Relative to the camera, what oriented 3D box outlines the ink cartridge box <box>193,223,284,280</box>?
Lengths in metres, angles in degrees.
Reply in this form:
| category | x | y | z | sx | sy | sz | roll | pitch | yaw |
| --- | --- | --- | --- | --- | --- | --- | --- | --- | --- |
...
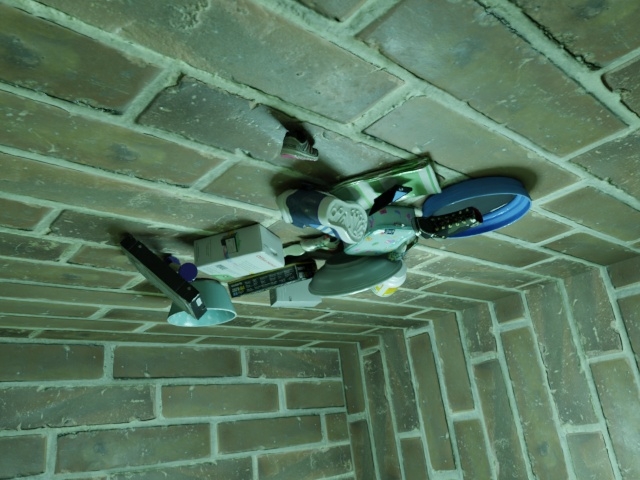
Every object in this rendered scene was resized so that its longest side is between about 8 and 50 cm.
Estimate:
| category | x | y | z | sx | sy | sz | roll | pitch | yaw |
| --- | --- | --- | --- | --- | --- | --- | --- | --- | --- |
| ink cartridge box | -0.302 | 0.049 | 2.024 | 0.278 | 0.117 | 0.201 | -14 | 158 | 17 |

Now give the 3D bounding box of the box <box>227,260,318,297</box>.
| category | x | y | z | sx | sy | sz | roll | pitch | yaw |
| --- | --- | --- | --- | --- | --- | --- | --- | --- | --- |
| box | -0.196 | 0.166 | 2.320 | 0.322 | 0.079 | 0.257 | -17 | 173 | 19 |

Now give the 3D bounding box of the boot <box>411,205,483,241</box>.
| category | x | y | z | sx | sy | sz | roll | pitch | yaw |
| --- | --- | --- | --- | --- | --- | --- | --- | --- | --- |
| boot | 0.427 | -0.065 | 1.816 | 0.178 | 0.085 | 0.236 | -25 | 159 | 34 |

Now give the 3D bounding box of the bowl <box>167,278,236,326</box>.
| category | x | y | z | sx | sy | sz | roll | pitch | yaw |
| --- | --- | --- | --- | --- | --- | --- | --- | --- | --- |
| bowl | -0.547 | 0.281 | 2.480 | 0.311 | 0.163 | 0.311 | -6 | 160 | -2 |

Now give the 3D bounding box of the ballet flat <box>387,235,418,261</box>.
| category | x | y | z | sx | sy | sz | roll | pitch | yaw |
| --- | --- | --- | --- | --- | --- | --- | --- | --- | --- |
| ballet flat | 0.333 | 0.017 | 2.159 | 0.188 | 0.070 | 0.070 | -36 | -179 | -40 |

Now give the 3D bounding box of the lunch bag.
| category | x | y | z | sx | sy | sz | roll | pitch | yaw |
| --- | --- | --- | --- | --- | --- | --- | --- | --- | --- |
| lunch bag | 0.227 | -0.030 | 2.012 | 0.224 | 0.108 | 0.279 | 5 | 156 | -29 |

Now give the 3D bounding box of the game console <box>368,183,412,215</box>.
| category | x | y | z | sx | sy | sz | roll | pitch | yaw |
| --- | --- | --- | --- | --- | --- | --- | --- | --- | --- |
| game console | 0.225 | -0.123 | 1.725 | 0.107 | 0.071 | 0.122 | 7 | 157 | -33 |

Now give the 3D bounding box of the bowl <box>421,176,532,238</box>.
| category | x | y | z | sx | sy | sz | roll | pitch | yaw |
| --- | --- | --- | --- | --- | --- | --- | --- | --- | --- |
| bowl | 0.553 | -0.115 | 1.950 | 0.391 | 0.077 | 0.391 | -7 | 159 | -3 |

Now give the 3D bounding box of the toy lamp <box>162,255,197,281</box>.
| category | x | y | z | sx | sy | sz | roll | pitch | yaw |
| --- | --- | --- | --- | --- | --- | --- | --- | --- | --- |
| toy lamp | -0.541 | 0.102 | 2.028 | 0.080 | 0.080 | 0.275 | 7 | 179 | -32 |

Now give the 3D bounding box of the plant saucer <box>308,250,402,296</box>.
| category | x | y | z | sx | sy | sz | roll | pitch | yaw |
| --- | --- | --- | --- | --- | --- | --- | --- | --- | --- |
| plant saucer | 0.131 | 0.107 | 2.208 | 0.400 | 0.100 | 0.400 | -16 | -167 | 4 |

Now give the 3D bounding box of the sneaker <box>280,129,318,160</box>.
| category | x | y | z | sx | sy | sz | roll | pitch | yaw |
| --- | --- | --- | --- | --- | --- | --- | --- | --- | --- |
| sneaker | -0.049 | -0.251 | 1.414 | 0.063 | 0.075 | 0.170 | 11 | -170 | 25 |

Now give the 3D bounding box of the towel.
| category | x | y | z | sx | sy | sz | roll | pitch | yaw |
| --- | --- | --- | --- | --- | --- | --- | --- | --- | --- |
| towel | 0.216 | -0.167 | 1.755 | 0.325 | 0.038 | 0.248 | -15 | 159 | 18 |

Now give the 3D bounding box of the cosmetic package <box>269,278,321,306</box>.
| category | x | y | z | sx | sy | sz | roll | pitch | yaw |
| --- | --- | --- | --- | --- | --- | --- | --- | --- | --- |
| cosmetic package | -0.123 | 0.251 | 2.600 | 0.238 | 0.127 | 0.107 | 0 | 159 | -23 |

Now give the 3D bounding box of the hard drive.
| category | x | y | z | sx | sy | sz | roll | pitch | yaw |
| --- | --- | --- | --- | --- | --- | --- | --- | --- | --- |
| hard drive | -0.560 | 0.137 | 1.934 | 0.064 | 0.339 | 0.237 | -47 | 169 | -21 |

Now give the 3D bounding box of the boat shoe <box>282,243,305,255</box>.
| category | x | y | z | sx | sy | sz | roll | pitch | yaw |
| --- | --- | --- | --- | --- | --- | --- | --- | --- | --- |
| boat shoe | -0.121 | 0.037 | 2.164 | 0.137 | 0.049 | 0.043 | -13 | -159 | 8 |

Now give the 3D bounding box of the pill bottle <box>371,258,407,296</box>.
| category | x | y | z | sx | sy | sz | roll | pitch | yaw |
| --- | --- | --- | --- | --- | --- | --- | --- | --- | --- |
| pill bottle | 0.321 | 0.166 | 2.511 | 0.136 | 0.136 | 0.245 | -3 | 159 | -10 |

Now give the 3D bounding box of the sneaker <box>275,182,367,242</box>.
| category | x | y | z | sx | sy | sz | roll | pitch | yaw |
| --- | --- | --- | --- | --- | --- | --- | --- | --- | --- |
| sneaker | -0.006 | -0.088 | 1.757 | 0.236 | 0.130 | 0.323 | 13 | 175 | 30 |

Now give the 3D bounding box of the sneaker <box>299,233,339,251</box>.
| category | x | y | z | sx | sy | sz | roll | pitch | yaw |
| --- | --- | --- | --- | --- | --- | --- | --- | --- | --- |
| sneaker | 0.000 | 0.000 | 2.109 | 0.161 | 0.057 | 0.075 | 2 | 140 | -20 |
